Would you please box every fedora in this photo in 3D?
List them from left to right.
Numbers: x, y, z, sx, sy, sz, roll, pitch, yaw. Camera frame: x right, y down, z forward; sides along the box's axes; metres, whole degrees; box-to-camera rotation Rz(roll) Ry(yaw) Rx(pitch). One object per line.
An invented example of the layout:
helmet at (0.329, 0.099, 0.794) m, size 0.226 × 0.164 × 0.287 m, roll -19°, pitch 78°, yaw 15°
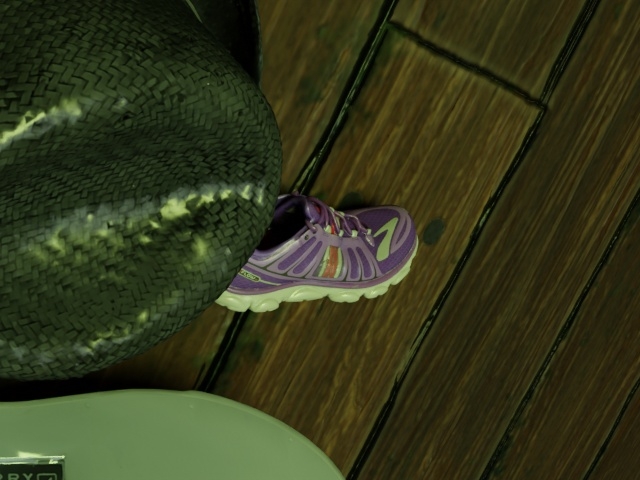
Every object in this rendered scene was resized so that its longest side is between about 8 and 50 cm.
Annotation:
fedora at (-0.138, -0.035, 0.484) m, size 0.334 × 0.152 × 0.334 m, roll -22°, pitch 129°, yaw -31°

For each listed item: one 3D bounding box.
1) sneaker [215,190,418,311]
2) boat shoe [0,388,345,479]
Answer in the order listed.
sneaker at (0.000, 0.000, 0.684) m, size 0.170 × 0.068 × 0.071 m, roll -12°, pitch 137°, yaw -36°
boat shoe at (-0.163, 0.171, 0.600) m, size 0.367 × 0.136 × 0.156 m, roll 7°, pitch 151°, yaw -31°
